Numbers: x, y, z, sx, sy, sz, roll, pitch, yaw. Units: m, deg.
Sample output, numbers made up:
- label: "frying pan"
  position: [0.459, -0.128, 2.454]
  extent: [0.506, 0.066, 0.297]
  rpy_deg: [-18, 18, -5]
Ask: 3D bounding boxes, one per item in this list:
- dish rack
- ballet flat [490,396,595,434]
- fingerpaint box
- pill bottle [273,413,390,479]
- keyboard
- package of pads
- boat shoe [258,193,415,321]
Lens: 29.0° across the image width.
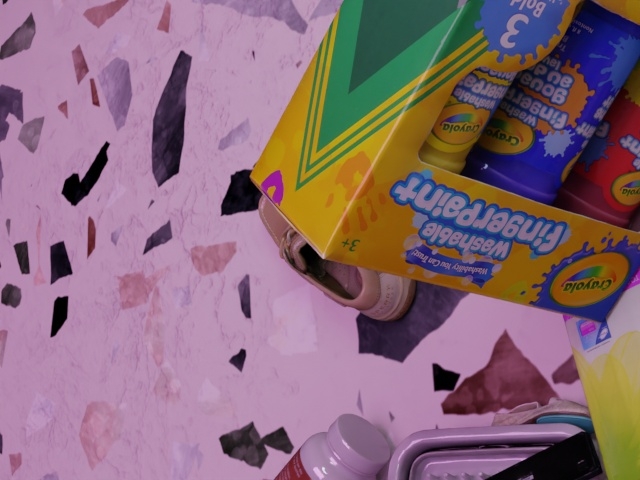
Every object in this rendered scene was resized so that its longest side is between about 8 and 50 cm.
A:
- label: "dish rack"
  position: [0.207, 0.392, 1.485]
  extent: [0.285, 0.072, 0.333]
  rpy_deg: [-9, 61, 32]
- label: "ballet flat"
  position: [0.277, 0.219, 1.534]
  extent: [0.168, 0.057, 0.052]
  rpy_deg: [-20, 39, 39]
- label: "fingerpaint box"
  position: [0.211, -0.132, 1.255]
  extent: [0.163, 0.444, 0.371]
  rpy_deg: [47, 113, 44]
- label: "pill bottle"
  position: [0.001, 0.349, 1.737]
  extent: [0.216, 0.121, 0.121]
  rpy_deg: [-53, 49, 24]
- label: "keyboard"
  position: [0.245, 0.304, 1.451]
  extent: [0.192, 0.038, 0.100]
  rpy_deg: [-31, 28, 18]
- label: "package of pads"
  position: [0.404, 0.122, 1.390]
  extent: [0.229, 0.101, 0.297]
  rpy_deg: [-32, 60, 39]
- label: "boat shoe"
  position: [0.000, 0.000, 1.825]
  extent: [0.341, 0.110, 0.122]
  rpy_deg: [36, 107, 44]
